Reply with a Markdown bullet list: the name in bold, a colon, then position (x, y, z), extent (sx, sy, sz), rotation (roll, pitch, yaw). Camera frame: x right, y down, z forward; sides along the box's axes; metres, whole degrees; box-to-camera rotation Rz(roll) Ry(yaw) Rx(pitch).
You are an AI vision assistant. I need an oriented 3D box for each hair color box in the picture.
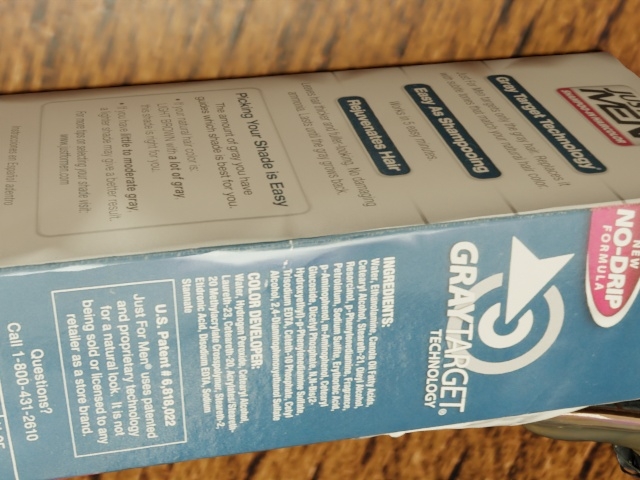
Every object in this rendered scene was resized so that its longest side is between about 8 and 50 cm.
- **hair color box**: position (0.000, 0.000, 0.482), extent (0.347, 0.174, 0.105), rotation (-6, 120, -10)

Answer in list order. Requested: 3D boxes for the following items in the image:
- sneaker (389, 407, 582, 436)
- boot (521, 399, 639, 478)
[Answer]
- **sneaker**: position (0.058, 0.067, 0.549), extent (0.235, 0.095, 0.090), rotation (-5, 99, 2)
- **boot**: position (0.208, 0.132, 0.660), extent (0.219, 0.082, 0.106), rotation (3, 115, -17)
